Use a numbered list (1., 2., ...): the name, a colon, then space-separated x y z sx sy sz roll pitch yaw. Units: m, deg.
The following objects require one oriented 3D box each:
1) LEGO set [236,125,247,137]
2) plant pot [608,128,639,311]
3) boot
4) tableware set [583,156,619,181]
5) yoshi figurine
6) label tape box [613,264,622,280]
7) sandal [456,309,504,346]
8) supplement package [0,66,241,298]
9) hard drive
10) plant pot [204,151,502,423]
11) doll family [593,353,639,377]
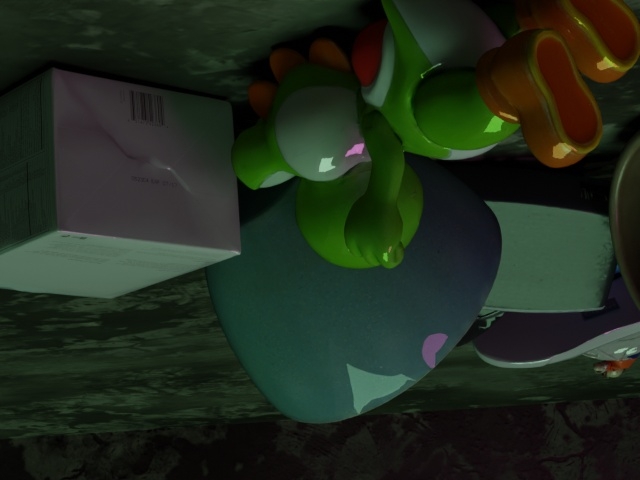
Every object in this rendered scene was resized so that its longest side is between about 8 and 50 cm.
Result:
1. LEGO set: -0.104 -0.096 1.513 0.083 0.023 0.054 -20 166 9
2. plant pot: 0.458 -0.025 1.567 0.229 0.263 0.263 -19 174 -27
3. boot: 0.313 0.117 1.889 0.258 0.095 0.123 -13 150 1
4. tableware set: 0.363 -0.049 1.703 0.154 0.024 0.104 -6 132 6
5. yoshi figurine: 0.088 -0.077 1.262 0.204 0.203 0.362 8 163 -43
6. label tape box: 0.208 0.042 1.952 0.334 0.105 0.240 -15 164 9
7. sandal: 0.209 0.028 1.774 0.097 0.054 0.254 33 115 -19
8. supplement package: -0.212 -0.045 1.408 0.194 0.149 0.203 8 162 -41
9. hard drive: 0.205 0.004 1.695 0.255 0.054 0.172 5 126 -5
10. plant pot: 0.000 0.000 1.492 0.290 0.290 0.195 -15 130 39
11. doll family: 0.521 0.121 2.426 0.263 0.118 0.163 -19 163 -14
